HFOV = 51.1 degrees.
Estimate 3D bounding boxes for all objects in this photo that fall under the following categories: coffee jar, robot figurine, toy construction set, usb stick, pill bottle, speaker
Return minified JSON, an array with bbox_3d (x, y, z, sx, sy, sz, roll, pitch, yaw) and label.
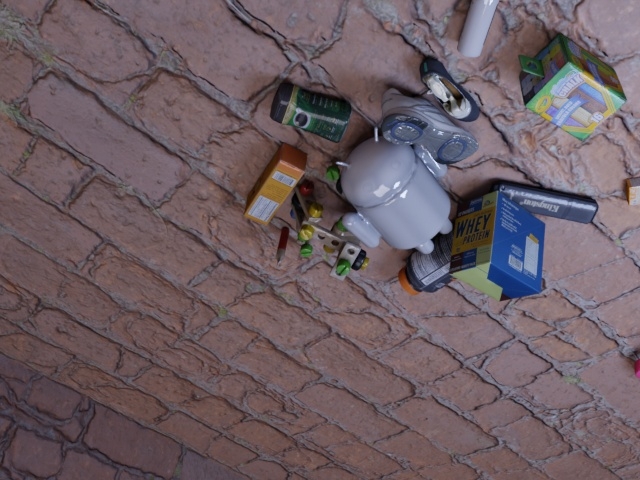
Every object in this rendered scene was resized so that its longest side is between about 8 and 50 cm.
[{"bbox_3d":[-0.025,-0.306,1.594,0.184,0.079,0.096,18,138,-9],"label":"coffee jar"},{"bbox_3d":[0.184,-0.117,1.654,0.300,0.199,0.353,-48,123,-7],"label":"robot figurine"},{"bbox_3d":[0.000,0.000,1.780,0.308,0.237,0.257,-30,123,34],"label":"toy construction set"},{"bbox_3d":[0.572,-0.098,1.720,0.277,0.045,0.077,12,136,-1],"label":"usb stick"},{"bbox_3d":[0.329,0.062,1.861,0.130,0.131,0.245,34,131,-22],"label":"pill bottle"},{"bbox_3d":[0.329,-0.456,1.402,0.055,0.055,0.136,11,135,-1],"label":"speaker"}]

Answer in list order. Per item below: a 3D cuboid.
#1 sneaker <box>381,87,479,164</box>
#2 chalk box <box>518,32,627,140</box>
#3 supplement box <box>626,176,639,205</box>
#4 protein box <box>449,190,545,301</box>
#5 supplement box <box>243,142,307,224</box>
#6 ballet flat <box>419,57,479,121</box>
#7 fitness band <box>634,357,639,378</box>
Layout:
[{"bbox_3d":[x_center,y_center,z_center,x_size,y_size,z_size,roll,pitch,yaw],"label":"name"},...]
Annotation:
[{"bbox_3d":[0.260,-0.272,1.561,0.297,0.129,0.111,19,140,-36],"label":"sneaker"},{"bbox_3d":[0.518,-0.339,1.431,0.213,0.132,0.132,26,133,-18],"label":"chalk box"},{"bbox_3d":[0.813,-0.126,1.658,0.098,0.036,0.062,-8,133,17],"label":"supplement box"},{"bbox_3d":[0.454,0.019,1.706,0.199,0.201,0.136,28,151,-29],"label":"protein box"},{"bbox_3d":[-0.123,-0.145,1.771,0.080,0.078,0.233,25,134,-19],"label":"supplement box"},{"bbox_3d":[0.293,-0.327,1.526,0.074,0.074,0.203,-29,124,32],"label":"ballet flat"},{"bbox_3d":[1.110,0.417,2.071,0.290,0.054,0.209,25,152,-30],"label":"fitness band"}]
